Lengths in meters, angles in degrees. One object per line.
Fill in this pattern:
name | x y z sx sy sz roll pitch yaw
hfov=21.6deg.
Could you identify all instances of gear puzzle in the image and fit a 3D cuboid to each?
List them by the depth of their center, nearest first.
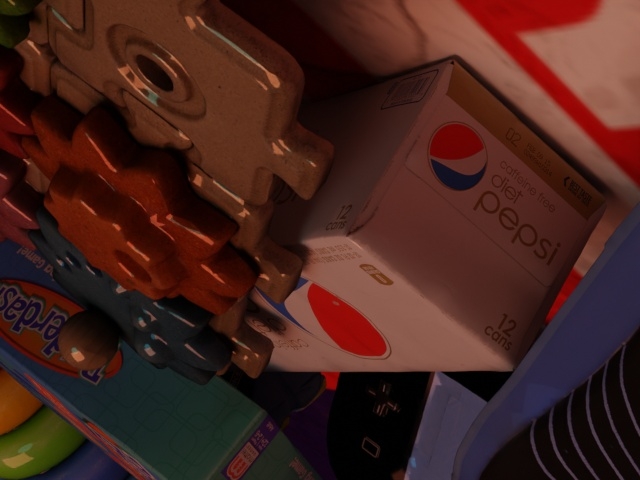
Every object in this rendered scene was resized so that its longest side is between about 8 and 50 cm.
gear puzzle | -0.081 -0.045 0.470 0.175 0.044 0.339 37 158 8

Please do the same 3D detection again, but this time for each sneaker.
sneaker | 0.106 0.056 0.485 0.090 0.081 0.232 49 155 16
sneaker | -0.055 0.063 0.861 0.078 0.067 0.188 55 160 -4

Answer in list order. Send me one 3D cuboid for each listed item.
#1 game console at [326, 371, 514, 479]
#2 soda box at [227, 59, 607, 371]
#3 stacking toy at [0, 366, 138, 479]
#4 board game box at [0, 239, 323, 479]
game console | 0.135 0.149 0.613 0.361 0.213 0.044 33 -156 33
soda box | 0.000 0.000 0.592 0.074 0.069 0.216 39 160 -20
stacking toy | -0.177 0.097 1.020 0.141 0.141 0.330 8 147 48
board game box | -0.085 0.068 0.735 0.210 0.047 0.160 32 165 32
